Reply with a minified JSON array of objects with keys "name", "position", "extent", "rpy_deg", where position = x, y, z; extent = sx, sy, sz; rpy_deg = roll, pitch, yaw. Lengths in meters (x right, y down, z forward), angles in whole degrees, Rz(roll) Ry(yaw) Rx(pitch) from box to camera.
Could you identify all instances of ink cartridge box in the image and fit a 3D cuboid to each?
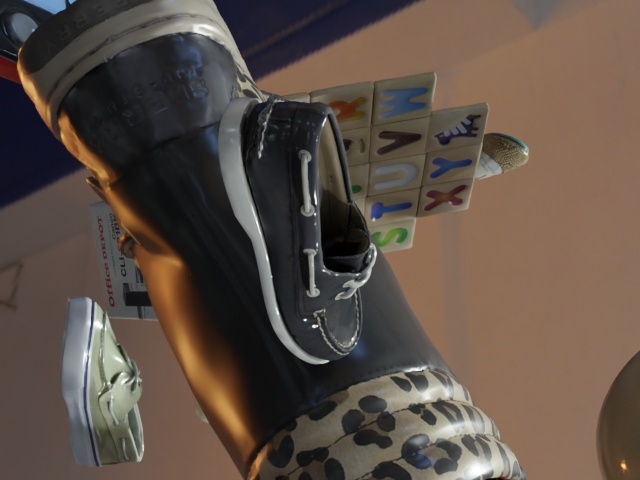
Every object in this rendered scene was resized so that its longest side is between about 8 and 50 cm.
[{"name":"ink cartridge box","position":[-0.241,0.023,1.811],"extent":[0.273,0.114,0.197],"rpy_deg":[-2,-81,49]}]

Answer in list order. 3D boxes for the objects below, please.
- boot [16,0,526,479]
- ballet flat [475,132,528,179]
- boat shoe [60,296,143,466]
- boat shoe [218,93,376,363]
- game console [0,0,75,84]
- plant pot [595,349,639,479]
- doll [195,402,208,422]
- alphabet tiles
[{"name":"boot","position":[-0.007,0.044,0.638],"extent":[0.138,0.377,0.284],"rpy_deg":[-31,-110,0]},{"name":"ballet flat","position":[0.235,-0.120,1.668],"extent":[0.067,0.073,0.206],"rpy_deg":[-49,-163,-7]},{"name":"boat shoe","position":[-0.276,0.183,1.458],"extent":[0.302,0.094,0.109],"rpy_deg":[96,-6,-46]},{"name":"boat shoe","position":[0.000,0.000,0.410],"extent":[0.038,0.125,0.046],"rpy_deg":[1,-138,22]},{"name":"game console","position":[-0.292,-0.320,1.233],"extent":[0.060,0.342,0.386],"rpy_deg":[-32,-126,37]},{"name":"plant pot","position":[0.393,0.225,0.992],"extent":[0.284,0.284,0.191],"rpy_deg":[-40,-168,22]},{"name":"doll","position":[-0.100,0.165,1.521],"extent":[0.189,0.129,0.046],"rpy_deg":[-53,-161,-18]},{"name":"alphabet tiles","position":[-0.011,-0.050,1.102],"extent":[0.343,0.285,0.011],"rpy_deg":[-10,-121,-8]}]
